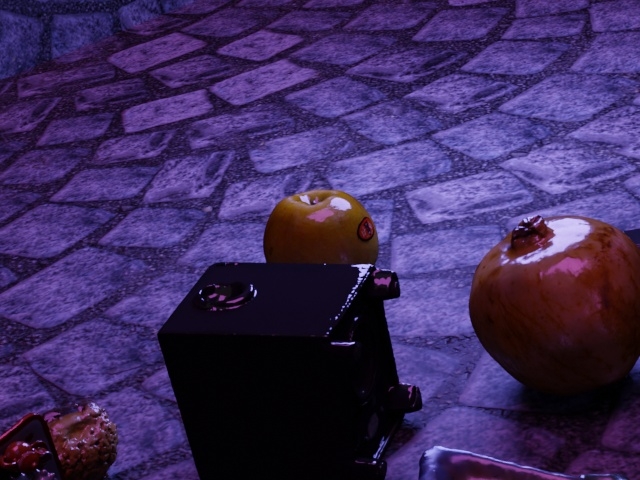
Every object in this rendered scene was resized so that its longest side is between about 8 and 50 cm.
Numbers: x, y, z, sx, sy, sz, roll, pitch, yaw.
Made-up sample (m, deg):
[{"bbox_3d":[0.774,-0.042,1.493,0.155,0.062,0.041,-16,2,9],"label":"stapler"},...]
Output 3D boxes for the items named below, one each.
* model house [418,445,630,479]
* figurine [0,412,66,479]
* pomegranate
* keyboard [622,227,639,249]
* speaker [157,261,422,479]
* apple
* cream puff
[{"bbox_3d":[0.248,0.317,1.243,0.382,0.334,0.342,-13,25,-27],"label":"model house"},{"bbox_3d":[-0.275,0.337,1.614,0.226,0.183,0.160,25,51,33],"label":"figurine"},{"bbox_3d":[0.301,0.074,1.819,0.248,0.248,0.248,-9,25,5],"label":"pomegranate"},{"bbox_3d":[0.509,0.002,2.125,0.262,0.016,0.106,-10,25,4],"label":"keyboard"},{"bbox_3d":[-0.031,0.159,1.781,0.254,0.232,0.184,-1,29,23],"label":"speaker"},{"bbox_3d":[0.000,0.000,2.185,0.182,0.155,0.182,-11,27,6],"label":"apple"},{"bbox_3d":[-0.311,0.266,1.819,0.133,0.119,0.104,-27,49,-5],"label":"cream puff"}]
